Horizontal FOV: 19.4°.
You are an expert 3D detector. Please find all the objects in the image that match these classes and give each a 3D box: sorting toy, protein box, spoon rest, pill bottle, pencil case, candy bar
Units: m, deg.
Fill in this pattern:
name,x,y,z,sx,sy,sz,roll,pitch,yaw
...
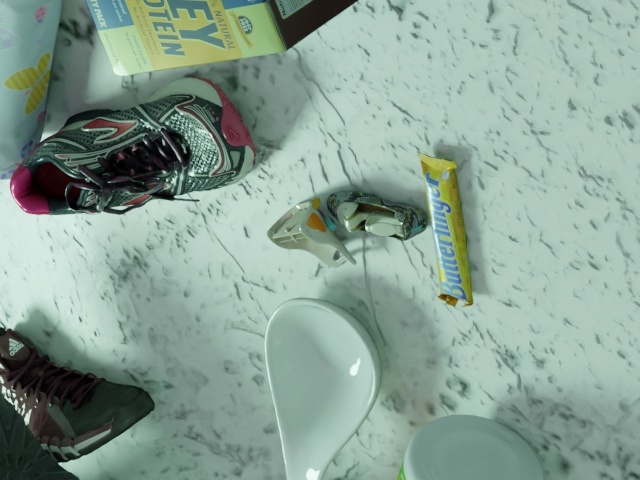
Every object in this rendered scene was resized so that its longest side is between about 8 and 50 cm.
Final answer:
name,x,y,z,sx,sy,sz,roll,pitch,yaw
sorting toy,0.000,0.000,1.829,0.075,0.045,0.083,44,160,-15
protein box,-0.068,-0.248,1.597,0.200,0.201,0.136,-3,115,40
spoon rest,0.004,0.179,1.916,0.137,0.084,0.276,18,129,29
pill bottle,0.127,0.302,1.860,0.136,0.136,0.245,31,133,20
pencil case,-0.336,-0.190,1.919,0.124,0.113,0.273,31,134,19
candy bar,0.118,-0.008,1.743,0.040,0.018,0.161,11,124,34

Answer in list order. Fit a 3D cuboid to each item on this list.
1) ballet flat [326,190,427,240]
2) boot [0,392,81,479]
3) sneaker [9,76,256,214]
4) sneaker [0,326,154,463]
name,x,y,z,sx,sy,sz,roll,pitch,yaw
ballet flat,0.045,-0.022,1.777,0.114,0.041,0.041,11,124,34
boot,-0.410,0.331,2.231,0.367,0.146,0.445,43,154,-1
sneaker,-0.185,-0.076,1.876,0.299,0.112,0.120,-14,109,43
sneaker,-0.319,0.168,2.158,0.281,0.106,0.162,-18,103,45
